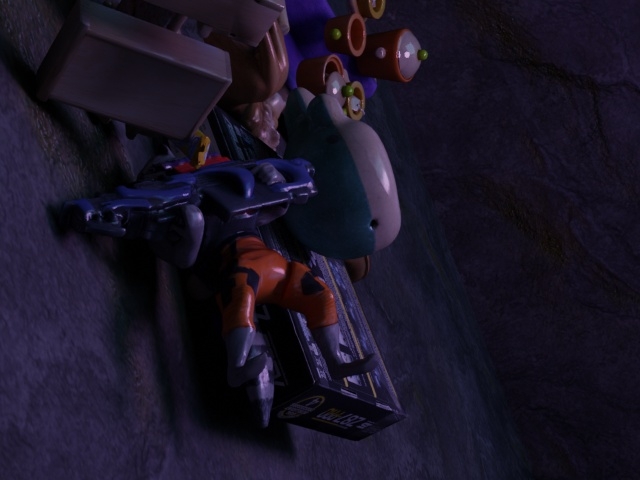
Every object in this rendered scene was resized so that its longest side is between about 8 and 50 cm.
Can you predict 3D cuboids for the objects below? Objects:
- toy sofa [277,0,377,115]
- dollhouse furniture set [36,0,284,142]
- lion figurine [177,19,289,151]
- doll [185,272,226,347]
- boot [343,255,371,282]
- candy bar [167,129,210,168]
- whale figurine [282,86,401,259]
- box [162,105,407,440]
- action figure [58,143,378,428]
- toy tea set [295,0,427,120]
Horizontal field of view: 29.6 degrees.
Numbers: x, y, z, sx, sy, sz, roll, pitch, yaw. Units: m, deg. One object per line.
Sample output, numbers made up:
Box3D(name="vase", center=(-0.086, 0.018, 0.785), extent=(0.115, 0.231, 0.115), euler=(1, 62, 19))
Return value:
Box3D(name="toy sofa", center=(-0.025, -0.300, 2.120), extent=(0.362, 0.177, 0.150), euler=(56, 21, -50))
Box3D(name="dollhouse furniture set", center=(-0.202, -0.303, 1.332), extent=(0.173, 0.303, 0.356), euler=(16, 46, -30))
Box3D(name="lion figurine", center=(-0.113, -0.225, 1.588), extent=(0.240, 0.142, 0.392), euler=(66, -8, -2))
Box3D(name="doll", center=(-0.113, 0.100, 1.525), extent=(0.189, 0.046, 0.129), euler=(58, 18, -45))
Box3D(name="boot", center=(0.000, 0.000, 2.060), extent=(0.115, 0.112, 0.305), euler=(-65, 149, -26))
Box3D(name="candy bar", center=(-0.155, -0.120, 1.359), extent=(0.018, 0.040, 0.161), euler=(15, 14, -28))
Box3D(name="whale figurine", center=(-0.003, -0.087, 1.538), extent=(0.272, 0.141, 0.216), euler=(-123, -164, -47))
Box3D(name="box", center=(-0.042, 0.051, 1.577), extent=(0.318, 0.097, 0.395), euler=(29, 35, -62))
Box3D(name="action figure", center=(-0.130, 0.030, 1.315), extent=(0.341, 0.179, 0.330), euler=(-7, 51, -39))
Box3D(name="toy tea set", center=(0.084, -0.308, 2.067), extent=(0.336, 0.124, 0.200), euler=(-60, 143, -41))
